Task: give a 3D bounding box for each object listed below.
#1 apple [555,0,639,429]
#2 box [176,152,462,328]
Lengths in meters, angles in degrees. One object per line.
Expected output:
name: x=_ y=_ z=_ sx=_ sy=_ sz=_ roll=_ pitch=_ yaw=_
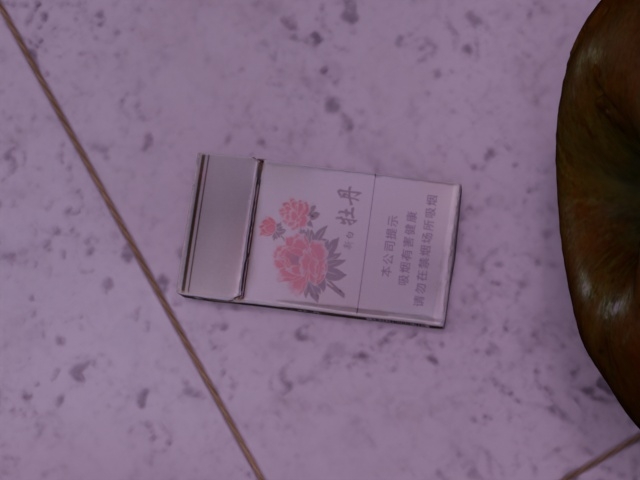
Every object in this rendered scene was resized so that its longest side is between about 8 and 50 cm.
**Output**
apple: x=0.329 y=-0.024 z=0.970 sx=0.374 sy=0.374 sz=0.384 roll=-15 pitch=43 yaw=2
box: x=0.000 y=0.001 z=1.164 sx=0.198 sy=0.029 sz=0.109 roll=7 pitch=80 yaw=6
